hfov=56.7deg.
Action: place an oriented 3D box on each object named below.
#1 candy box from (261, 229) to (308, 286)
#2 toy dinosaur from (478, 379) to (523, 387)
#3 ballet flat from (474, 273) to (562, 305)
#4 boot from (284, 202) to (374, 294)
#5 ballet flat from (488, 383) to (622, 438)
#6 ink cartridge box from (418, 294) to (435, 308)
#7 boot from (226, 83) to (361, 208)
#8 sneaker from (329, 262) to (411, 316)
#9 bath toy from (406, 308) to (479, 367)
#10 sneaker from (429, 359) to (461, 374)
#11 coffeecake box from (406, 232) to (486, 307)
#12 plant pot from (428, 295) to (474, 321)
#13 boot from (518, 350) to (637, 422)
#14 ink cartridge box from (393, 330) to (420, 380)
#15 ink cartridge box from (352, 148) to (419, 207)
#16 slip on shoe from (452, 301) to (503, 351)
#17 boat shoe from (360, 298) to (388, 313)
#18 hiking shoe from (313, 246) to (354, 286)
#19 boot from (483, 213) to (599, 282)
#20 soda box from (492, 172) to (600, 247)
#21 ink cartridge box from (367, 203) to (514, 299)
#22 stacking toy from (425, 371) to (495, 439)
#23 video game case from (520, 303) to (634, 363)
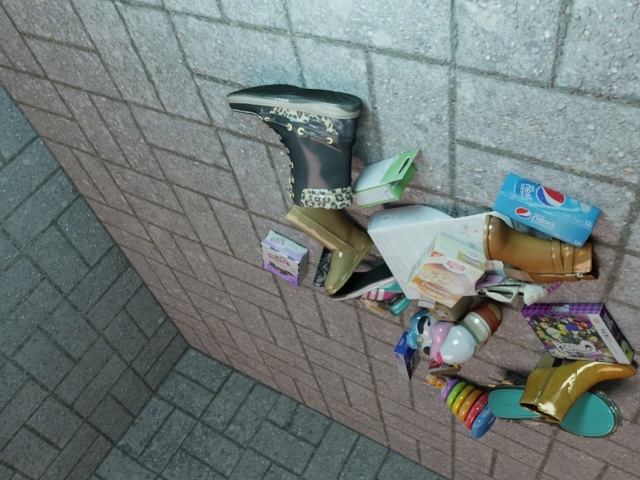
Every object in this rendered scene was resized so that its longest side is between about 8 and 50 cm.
[{"bbox_3d":[-0.135,0.069,2.227,0.165,0.070,0.196,28,152,13],"label":"candy box"},{"bbox_3d":[0.666,0.531,2.118,0.183,0.053,0.093,-3,120,39],"label":"toy dinosaur"},{"bbox_3d":[0.514,0.129,1.552,0.221,0.079,0.077,-1,137,27],"label":"ballet flat"},{"bbox_3d":[0.000,0.000,1.831,0.269,0.236,0.089,37,175,-10],"label":"boot"},{"bbox_3d":[0.757,0.517,1.871,0.182,0.164,0.483,5,169,-32],"label":"ballet flat"},{"bbox_3d":[0.314,0.172,1.739,0.048,0.028,0.083,12,141,13],"label":"ink cartridge box"},{"bbox_3d":[-0.069,-0.242,1.511,0.377,0.138,0.284,12,121,26],"label":"boot"},{"bbox_3d":[0.188,0.176,1.944,0.295,0.124,0.178,-20,123,31],"label":"sneaker"},{"bbox_3d":[0.375,0.323,1.872,0.151,0.129,0.348,54,172,-8],"label":"bath toy"},{"bbox_3d":[0.467,0.469,2.239,0.118,0.067,0.042,-7,137,10],"label":"sneaker"},{"bbox_3d":[0.337,0.084,1.596,0.142,0.068,0.185,25,140,-1],"label":"coffeecake box"},{"bbox_3d":[0.385,0.185,1.815,0.109,0.096,0.109,2,138,47],"label":"plant pot"},{"bbox_3d":[0.728,0.426,1.694,0.295,0.211,0.104,-5,133,51],"label":"boot"},{"bbox_3d":[0.332,0.445,2.277,0.046,0.097,0.207,18,148,29],"label":"ink cartridge box"},{"bbox_3d":[0.172,-0.153,1.503,0.062,0.109,0.209,47,150,-22],"label":"ink cartridge box"},{"bbox_3d":[0.483,0.266,1.832,0.123,0.101,0.331,50,169,16],"label":"slip on shoe"},{"bbox_3d":[0.184,0.201,2.097,0.170,0.063,0.059,35,127,-20],"label":"boat shoe"},{"bbox_3d":[0.061,0.082,2.025,0.132,0.113,0.304,16,156,0],"label":"hiking shoe"},{"bbox_3d":[0.514,0.026,1.386,0.220,0.109,0.283,1,148,39],"label":"boot"},{"bbox_3d":[0.500,-0.068,1.323,0.210,0.067,0.071,26,151,16],"label":"soda box"},{"bbox_3d":[0.365,0.025,1.641,0.385,0.091,0.308,-9,131,31],"label":"ink cartridge box"},{"bbox_3d":[0.529,0.595,2.278,0.302,0.175,0.166,34,155,32],"label":"stacking toy"},{"bbox_3d":[0.703,0.254,1.633,0.232,0.042,0.210,-7,130,52],"label":"video game case"}]
